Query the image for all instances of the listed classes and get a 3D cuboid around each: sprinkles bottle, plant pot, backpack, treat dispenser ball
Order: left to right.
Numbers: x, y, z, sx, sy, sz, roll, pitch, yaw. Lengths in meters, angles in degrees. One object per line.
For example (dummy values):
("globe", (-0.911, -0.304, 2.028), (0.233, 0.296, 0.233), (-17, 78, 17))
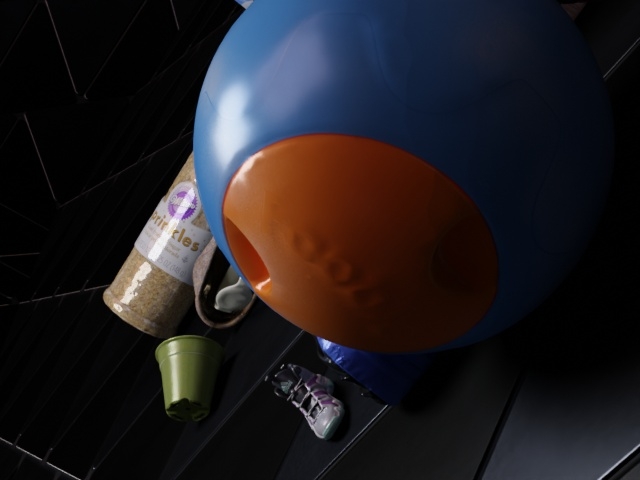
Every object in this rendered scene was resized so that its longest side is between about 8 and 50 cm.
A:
("plant pot", (-0.153, 0.166, 1.446), (0.083, 0.083, 0.079), (-45, 34, 39))
("sprinkles bottle", (-0.165, -0.038, 1.727), (0.355, 0.121, 0.121), (-58, 17, 6))
("backpack", (0.043, 0.068, 1.004), (0.101, 0.098, 0.120), (-52, 17, 12))
("treat dispenser ball", (0.056, -0.064, 0.859), (0.288, 0.288, 0.288), (-51, 19, 25))

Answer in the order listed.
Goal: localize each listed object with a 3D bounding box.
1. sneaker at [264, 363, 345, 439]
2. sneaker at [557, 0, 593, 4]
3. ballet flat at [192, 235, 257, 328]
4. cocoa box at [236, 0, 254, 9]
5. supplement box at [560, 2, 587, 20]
("sneaker", (-0.019, 0.139, 1.106), (0.038, 0.069, 0.098), (-58, 17, 7))
("sneaker", (0.256, -0.271, 0.914), (0.299, 0.121, 0.112), (-46, 37, -15))
("ballet flat", (-0.069, -0.004, 1.428), (0.106, 0.107, 0.316), (-84, 15, -44))
("cocoa box", (0.082, -0.351, 1.167), (0.231, 0.228, 0.347), (4, 64, 57))
("supplement box", (0.200, -0.205, 1.116), (0.098, 0.036, 0.062), (-55, 18, 14))
